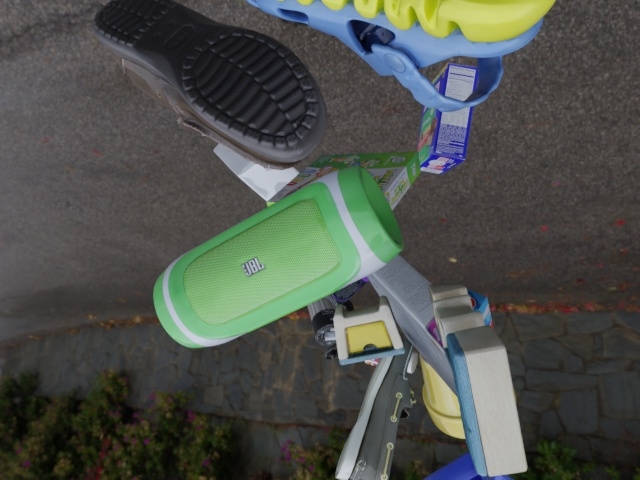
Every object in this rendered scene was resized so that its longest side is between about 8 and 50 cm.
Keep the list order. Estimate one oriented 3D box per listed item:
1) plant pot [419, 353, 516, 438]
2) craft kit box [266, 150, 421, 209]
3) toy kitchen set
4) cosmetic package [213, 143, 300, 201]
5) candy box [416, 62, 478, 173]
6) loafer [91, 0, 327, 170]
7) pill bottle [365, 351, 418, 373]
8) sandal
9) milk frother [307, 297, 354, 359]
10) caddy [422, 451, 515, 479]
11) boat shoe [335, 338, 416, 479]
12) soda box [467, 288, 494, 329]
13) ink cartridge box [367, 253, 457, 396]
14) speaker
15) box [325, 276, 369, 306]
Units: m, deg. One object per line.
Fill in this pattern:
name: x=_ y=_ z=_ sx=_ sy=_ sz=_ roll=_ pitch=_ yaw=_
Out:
plant pot: x=0.394 y=0.379 z=1.428 sx=0.254 sy=0.254 sz=0.239 roll=-6 pitch=123 yaw=37
craft kit box: x=0.055 y=-0.113 z=1.063 sx=0.246 sy=0.250 sz=0.061 roll=6 pitch=124 yaw=28
toy kitchen set: x=0.097 y=0.142 z=0.540 sx=0.166 sy=0.122 sz=0.207 roll=-13 pitch=-170 yaw=7
cosmetic package: x=-0.179 y=-0.223 z=1.568 sx=0.224 sy=0.138 sz=0.224 roll=41 pitch=180 yaw=-41
candy box: x=0.434 y=-0.417 z=1.775 sx=0.122 sy=0.317 sz=0.268 roll=11 pitch=176 yaw=-3
loafer: x=-0.134 y=-0.200 z=0.655 sx=0.366 sy=0.134 sz=0.130 roll=39 pitch=163 yaw=23
pill bottle: x=0.215 y=0.353 z=1.547 sx=0.152 sy=0.086 sz=0.086 roll=11 pitch=162 yaw=27
sandal: x=0.043 y=-0.200 z=0.441 sx=0.317 sy=0.126 sz=0.138 roll=35 pitch=166 yaw=30
milk frother: x=0.019 y=0.227 z=1.365 sx=0.129 sy=0.135 sz=0.143 roll=14 pitch=124 yaw=-25
caddy: x=0.316 y=0.509 z=0.837 sx=0.179 sy=0.341 sz=0.241 roll=-32 pitch=-177 yaw=11
boat shoe: x=0.123 y=0.315 z=0.949 sx=0.091 sy=0.305 sz=0.109 roll=24 pitch=142 yaw=8
soda box: x=0.347 y=0.200 z=1.156 sx=0.067 sy=0.071 sz=0.210 roll=25 pitch=155 yaw=40
ink cartridge box: x=0.209 y=0.173 z=0.899 sx=0.324 sy=0.071 sz=0.330 roll=56 pitch=175 yaw=-38
speaker: x=-0.056 y=0.027 z=0.615 sx=0.296 sy=0.131 sz=0.131 roll=-27 pitch=146 yaw=18
box: x=0.000 y=0.000 z=1.137 sx=0.270 sy=0.165 sz=0.143 roll=33 pitch=159 yaw=54
